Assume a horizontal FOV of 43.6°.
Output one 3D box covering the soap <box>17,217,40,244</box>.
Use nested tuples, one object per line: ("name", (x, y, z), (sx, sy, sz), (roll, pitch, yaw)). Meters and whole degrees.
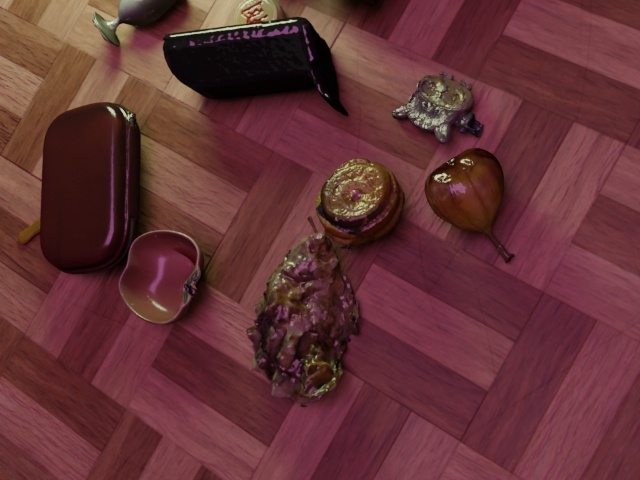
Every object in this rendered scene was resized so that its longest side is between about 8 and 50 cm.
("soap", (-0.704, -0.023, 1.951), (0.089, 0.012, 0.034), (-36, 71, 8))

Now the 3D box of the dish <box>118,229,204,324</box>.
("dish", (-0.334, 0.085, 1.769), (0.213, 0.090, 0.213), (-5, 76, 19))

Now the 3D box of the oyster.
("oyster", (-0.040, 0.154, 1.645), (0.237, 0.115, 0.351), (13, 83, 20))

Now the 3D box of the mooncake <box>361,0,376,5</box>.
("mooncake", (0.100, -0.677, 1.702), (0.333, 0.174, 0.326), (10, 113, -20))

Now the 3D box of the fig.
("fig", (0.306, -0.068, 1.562), (0.160, 0.143, 0.231), (-26, 70, -7))

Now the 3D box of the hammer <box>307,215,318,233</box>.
("hammer", (0.000, 0.000, 1.720), (0.029, 0.014, 0.123), (-27, 69, 2))

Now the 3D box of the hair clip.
("hair clip", (0.258, -0.277, 1.671), (0.187, 0.056, 0.146), (36, 85, 24))

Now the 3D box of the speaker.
("speaker", (-0.140, -0.363, 1.755), (0.388, 0.180, 0.184), (-2, 84, 17))

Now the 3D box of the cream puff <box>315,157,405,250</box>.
("cream puff", (0.084, -0.068, 1.643), (0.189, 0.129, 0.189), (-9, 64, 19))

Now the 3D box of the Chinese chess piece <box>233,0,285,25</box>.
("Chinese chess piece", (-0.141, -0.507, 1.847), (0.122, 0.051, 0.122), (-3, 78, 17))

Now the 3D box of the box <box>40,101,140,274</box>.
("box", (-0.533, -0.122, 1.855), (0.263, 0.108, 0.404), (-7, 76, 25))

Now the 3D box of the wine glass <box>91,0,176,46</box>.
("wine glass", (-0.436, -0.568, 1.927), (0.222, 0.103, 0.103), (-33, 71, 9))
